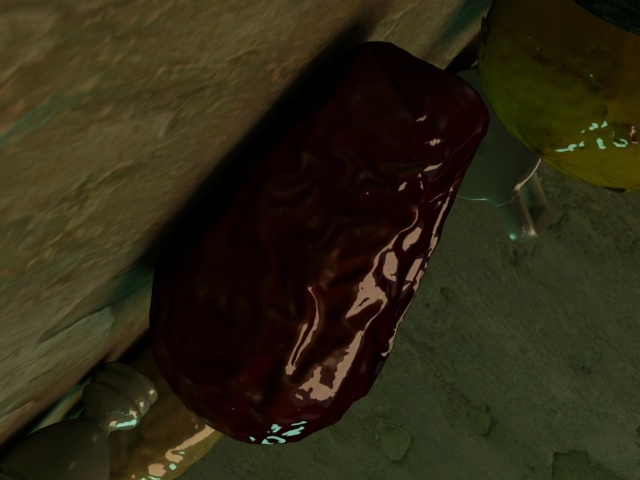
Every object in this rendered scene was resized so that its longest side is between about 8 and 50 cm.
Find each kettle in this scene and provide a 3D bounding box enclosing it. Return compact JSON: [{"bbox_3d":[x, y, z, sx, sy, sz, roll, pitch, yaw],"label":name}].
[{"bbox_3d":[0.274,-0.154,1.728,0.318,0.205,0.265,-35,132,-70],"label":"kettle"}]

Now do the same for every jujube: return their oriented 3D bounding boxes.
[{"bbox_3d":[0.000,0.000,0.889,0.342,0.216,0.216,-54,175,9],"label":"jujube"}]

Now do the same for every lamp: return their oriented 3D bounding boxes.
[{"bbox_3d":[-0.228,0.198,1.012,0.193,0.106,0.106,-56,-178,-38],"label":"lamp"}]

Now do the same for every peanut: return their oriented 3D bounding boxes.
[{"bbox_3d":[-0.132,0.148,1.194,0.319,0.147,0.147,-42,173,-31],"label":"peanut"}]

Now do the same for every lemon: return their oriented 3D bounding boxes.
[{"bbox_3d":[0.370,-0.243,1.295,0.387,0.349,0.350,-53,177,-12],"label":"lemon"}]

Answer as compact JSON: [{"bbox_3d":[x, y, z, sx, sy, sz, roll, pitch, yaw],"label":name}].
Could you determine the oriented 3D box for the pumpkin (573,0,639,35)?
[{"bbox_3d":[0.200,-0.211,0.472,0.197,0.263,0.293,-32,165,-51],"label":"pumpkin"}]
